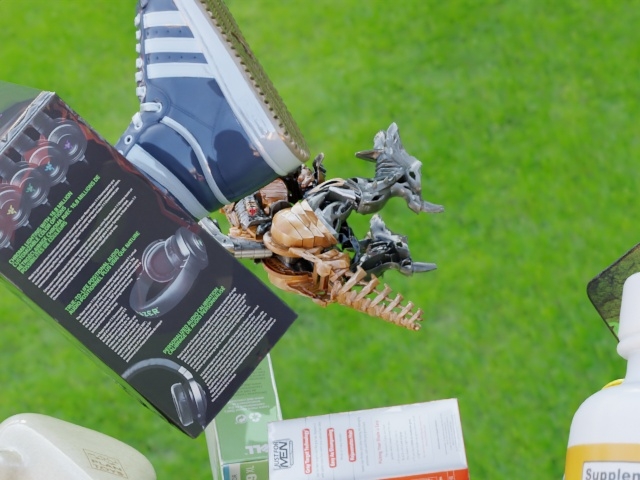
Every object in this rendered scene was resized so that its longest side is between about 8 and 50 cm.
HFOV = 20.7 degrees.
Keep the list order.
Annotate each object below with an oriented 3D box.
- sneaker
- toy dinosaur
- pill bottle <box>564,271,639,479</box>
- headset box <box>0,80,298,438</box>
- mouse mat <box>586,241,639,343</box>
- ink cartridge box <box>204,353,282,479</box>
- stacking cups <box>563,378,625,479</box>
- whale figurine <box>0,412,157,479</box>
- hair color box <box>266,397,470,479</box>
[{"bbox_3d":[-0.139,-0.144,1.563,0.153,0.099,0.282,-35,68,12],"label":"sneaker"},{"bbox_3d":[0.000,0.000,1.824,0.218,0.164,0.322,-17,62,-31],"label":"toy dinosaur"},{"bbox_3d":[0.177,0.142,0.799,0.136,0.136,0.246,0,75,33],"label":"pill bottle"},{"bbox_3d":[-0.195,0.000,1.395,0.131,0.283,0.246,-50,23,-9],"label":"headset box"},{"bbox_3d":[0.348,0.057,1.633,0.007,0.152,0.189,-19,-19,-48],"label":"mouse mat"},{"bbox_3d":[-0.064,0.187,1.541,0.062,0.109,0.209,-6,45,-8],"label":"ink cartridge box"},{"bbox_3d":[0.274,0.267,1.768,0.096,0.096,0.316,-1,31,32],"label":"stacking cups"},{"bbox_3d":[-0.234,0.268,1.663,0.141,0.216,0.272,-65,28,5],"label":"whale figurine"},{"bbox_3d":[0.034,0.160,1.261,0.141,0.043,0.072,-7,40,3],"label":"hair color box"}]
